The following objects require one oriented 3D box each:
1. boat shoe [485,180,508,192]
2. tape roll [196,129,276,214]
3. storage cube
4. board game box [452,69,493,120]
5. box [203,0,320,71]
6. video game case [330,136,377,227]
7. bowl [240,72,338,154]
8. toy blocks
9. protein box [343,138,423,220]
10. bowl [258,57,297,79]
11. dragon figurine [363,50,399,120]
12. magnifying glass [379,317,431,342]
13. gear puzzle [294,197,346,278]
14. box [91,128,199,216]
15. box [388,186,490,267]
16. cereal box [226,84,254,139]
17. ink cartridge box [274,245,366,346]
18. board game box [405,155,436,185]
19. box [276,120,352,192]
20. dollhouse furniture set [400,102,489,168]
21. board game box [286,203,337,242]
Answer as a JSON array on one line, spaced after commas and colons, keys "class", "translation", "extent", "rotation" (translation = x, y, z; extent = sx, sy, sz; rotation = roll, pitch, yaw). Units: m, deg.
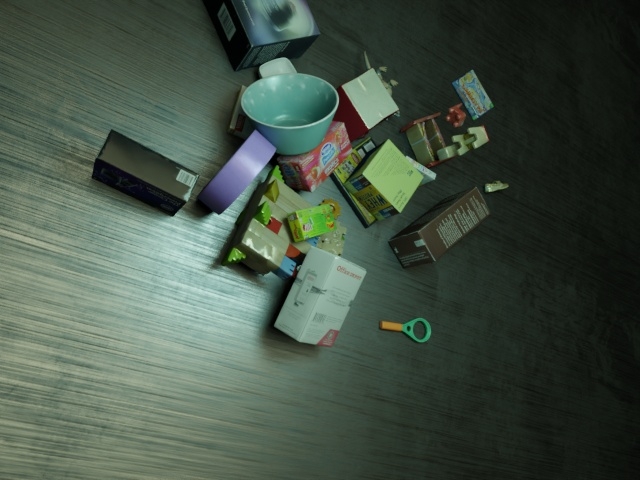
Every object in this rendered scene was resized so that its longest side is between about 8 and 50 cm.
[{"class": "boat shoe", "translation": [0.801, -0.250, 2.214], "extent": [0.135, 0.050, 0.045], "rotation": [-15, 92, -30]}, {"class": "tape roll", "translation": [-0.259, -0.210, 1.501], "extent": [0.090, 0.275, 0.275], "rotation": [41, 64, -16]}, {"class": "storage cube", "translation": [0.135, -0.495, 1.824], "extent": [0.183, 0.193, 0.215], "rotation": [-37, 99, -29]}, {"class": "board game box", "translation": [0.709, -0.676, 2.264], "extent": [0.136, 0.035, 0.201], "rotation": [-37, 98, -29]}, {"class": "box", "translation": [-0.206, -0.794, 1.711], "extent": [0.294, 0.182, 0.296], "rotation": [-26, 92, -32]}, {"class": "video game case", "translation": [0.184, -0.227, 1.885], "extent": [0.248, 0.035, 0.275], "rotation": [-39, 100, -29]}, {"class": "bowl", "translation": [-0.097, -0.397, 1.598], "extent": [0.311, 0.163, 0.312], "rotation": [0, 50, 0]}, {"class": "toy blocks", "translation": [-0.125, -0.019, 1.583], "extent": [0.261, 0.190, 0.381], "rotation": [36, 50, -22]}, {"class": "protein box", "translation": [0.235, -0.221, 1.811], "extent": [0.201, 0.136, 0.200], "rotation": [44, 62, -14]}, {"class": "bowl", "translation": [-0.151, -0.579, 1.767], "extent": [0.142, 0.053, 0.142], "rotation": [-32, 96, -30]}, {"class": "dragon figurine", "translation": [0.223, -0.616, 1.958], "extent": [0.085, 0.144, 0.289], "rotation": [-30, 75, -28]}, {"class": "magnifying glass", "translation": [0.325, 0.333, 1.846], "extent": [0.231, 0.026, 0.092], "rotation": [12, 74, -25]}, {"class": "gear puzzle", "translation": [0.000, 0.000, 1.734], "extent": [0.175, 0.044, 0.339], "rotation": [17, 68, -14]}, {"class": "box", "translation": [-0.509, -0.187, 1.414], "extent": [0.261, 0.184, 0.103], "rotation": [27, 70, -21]}, {"class": "box", "translation": [0.471, -0.052, 1.912], "extent": [0.381, 0.191, 0.143], "rotation": [-32, 95, -29]}, {"class": "cereal box", "translation": [-0.193, -0.415, 1.712], "extent": [0.240, 0.047, 0.173], "rotation": [20, 71, -24]}, {"class": "ink cartridge box", "translation": [0.005, 0.183, 1.558], "extent": [0.207, 0.117, 0.283], "rotation": [27, 87, -54]}, {"class": "board game box", "translation": [0.370, -0.276, 1.956], "extent": [0.154, 0.103, 0.026], "rotation": [27, 68, -21]}, {"class": "box", "translation": [-0.016, -0.301, 1.716], "extent": [0.257, 0.122, 0.128], "rotation": [-47, 135, -28]}, {"class": "dollhouse furniture set", "translation": [0.497, -0.419, 1.903], "extent": [0.152, 0.374, 0.201], "rotation": [-23, 92, -26]}, {"class": "board game box", "translation": [-0.025, -0.059, 1.570], "extent": [0.181, 0.043, 0.092], "rotation": [-18, 91, -52]}]
